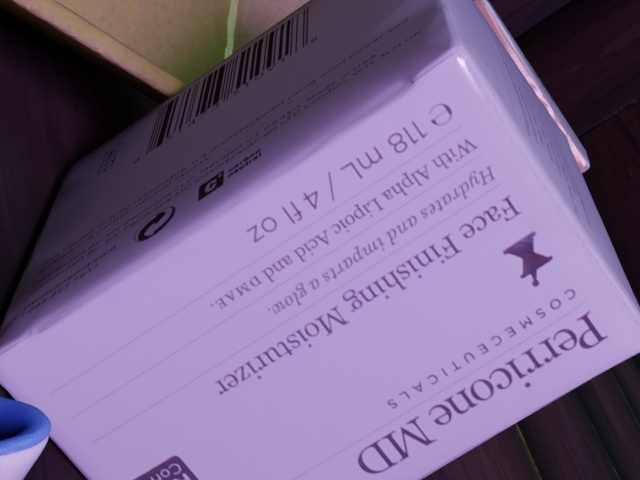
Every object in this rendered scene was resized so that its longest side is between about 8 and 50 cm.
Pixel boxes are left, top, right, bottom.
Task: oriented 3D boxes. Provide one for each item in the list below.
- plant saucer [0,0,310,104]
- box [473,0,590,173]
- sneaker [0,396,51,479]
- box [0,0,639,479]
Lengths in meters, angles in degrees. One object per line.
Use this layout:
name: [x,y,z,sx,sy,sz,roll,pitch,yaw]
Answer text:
plant saucer: [-0.092,-0.216,0.666,0.333,0.081,0.333,30,58,-49]
box: [0.071,-0.060,0.972,0.130,0.170,0.091,56,11,-3]
sneaker: [-0.120,0.013,0.335,0.144,0.059,0.053,52,16,-16]
box: [0.000,0.000,0.533,0.119,0.181,0.182,52,14,-19]
